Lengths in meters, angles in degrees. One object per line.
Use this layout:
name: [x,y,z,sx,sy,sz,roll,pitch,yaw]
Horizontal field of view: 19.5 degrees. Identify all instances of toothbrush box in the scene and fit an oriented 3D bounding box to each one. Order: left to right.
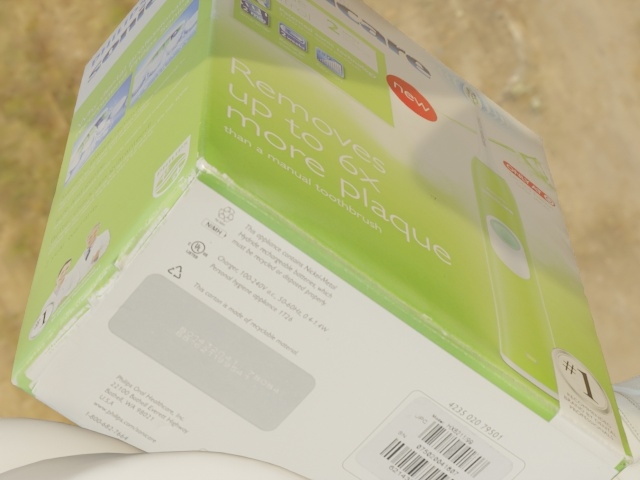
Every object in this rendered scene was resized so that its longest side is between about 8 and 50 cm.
toothbrush box: [0.000,0.000,0.795,0.206,0.283,0.122,35,111,-18]

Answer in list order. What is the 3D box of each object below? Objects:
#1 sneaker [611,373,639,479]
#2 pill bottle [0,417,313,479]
sneaker: [0.209,0.187,1.080,0.305,0.152,0.114,-95,-8,-59]
pill bottle: [-0.099,0.126,0.436,0.283,0.161,0.161,-16,103,52]
